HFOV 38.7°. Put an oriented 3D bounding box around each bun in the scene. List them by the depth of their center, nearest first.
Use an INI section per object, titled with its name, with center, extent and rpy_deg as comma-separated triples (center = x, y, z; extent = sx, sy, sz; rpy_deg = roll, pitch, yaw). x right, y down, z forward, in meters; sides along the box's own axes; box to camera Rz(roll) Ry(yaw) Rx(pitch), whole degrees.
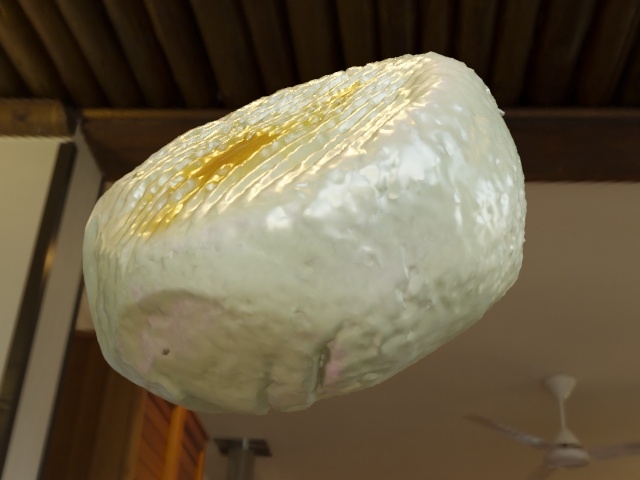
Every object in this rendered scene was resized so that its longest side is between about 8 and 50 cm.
[bun]
center = 0.000, 0.000, 0.490
extent = 0.244, 0.244, 0.153
rpy_deg = -11, -63, 22
